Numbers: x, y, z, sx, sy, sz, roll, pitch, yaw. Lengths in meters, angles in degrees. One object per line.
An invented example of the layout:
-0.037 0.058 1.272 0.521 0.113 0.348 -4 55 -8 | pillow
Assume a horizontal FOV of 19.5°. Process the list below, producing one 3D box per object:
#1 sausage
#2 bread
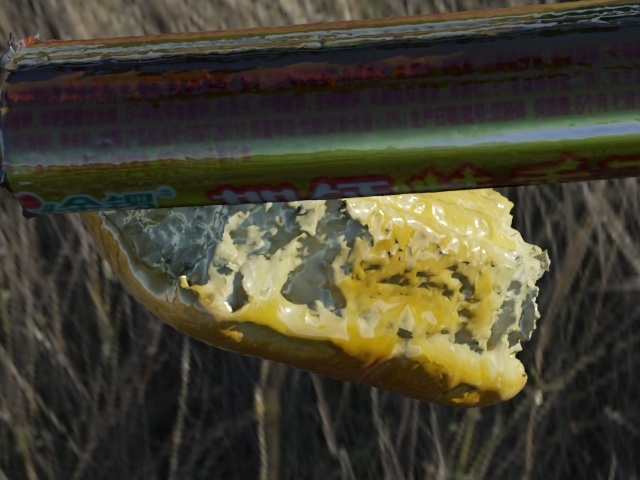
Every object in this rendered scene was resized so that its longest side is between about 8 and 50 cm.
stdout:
0.062 -0.055 0.715 0.371 0.082 0.082 -3 55 12 | sausage
0.000 0.000 0.937 0.121 0.245 0.174 -55 43 17 | bread
